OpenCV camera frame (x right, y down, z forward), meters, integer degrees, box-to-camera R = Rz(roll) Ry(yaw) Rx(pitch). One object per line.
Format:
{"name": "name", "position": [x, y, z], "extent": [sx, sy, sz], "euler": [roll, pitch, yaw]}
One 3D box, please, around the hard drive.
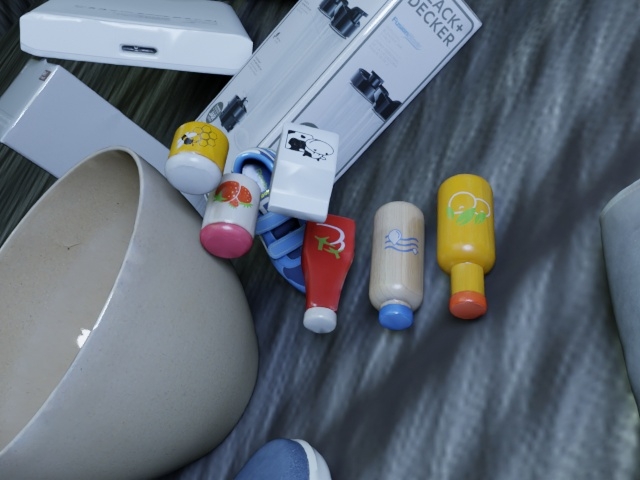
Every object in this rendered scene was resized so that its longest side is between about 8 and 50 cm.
{"name": "hard drive", "position": [-0.217, -0.269, 0.902], "extent": [0.353, 0.233, 0.047], "euler": [-113, 28, -64]}

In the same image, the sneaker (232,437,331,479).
{"name": "sneaker", "position": [-0.128, 0.238, 0.415], "extent": [0.350, 0.148, 0.131], "euler": [-53, 15, -31]}

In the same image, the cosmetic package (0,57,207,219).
{"name": "cosmetic package", "position": [-0.238, -0.089, 0.805], "extent": [0.107, 0.238, 0.127], "euler": [-58, 34, -5]}

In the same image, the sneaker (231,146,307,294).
{"name": "sneaker", "position": [-0.034, -0.016, 0.607], "extent": [0.053, 0.059, 0.144], "euler": [-32, 82, 5]}

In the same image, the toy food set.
{"name": "toy food set", "position": [0.000, 0.000, 0.512], "extent": [0.111, 0.232, 0.104], "euler": [114, 166, -53]}

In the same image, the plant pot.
{"name": "plant pot", "position": [-0.165, 0.091, 0.608], "extent": [0.284, 0.191, 0.284], "euler": [-30, 41, 30]}

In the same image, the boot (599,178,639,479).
{"name": "boot", "position": [0.203, 0.045, 0.312], "extent": [0.190, 0.076, 0.208], "euler": [-25, 38, 49]}

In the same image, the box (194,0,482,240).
{"name": "box", "position": [-0.002, -0.153, 0.714], "extent": [0.290, 0.087, 0.169], "euler": [-48, 35, 11]}
